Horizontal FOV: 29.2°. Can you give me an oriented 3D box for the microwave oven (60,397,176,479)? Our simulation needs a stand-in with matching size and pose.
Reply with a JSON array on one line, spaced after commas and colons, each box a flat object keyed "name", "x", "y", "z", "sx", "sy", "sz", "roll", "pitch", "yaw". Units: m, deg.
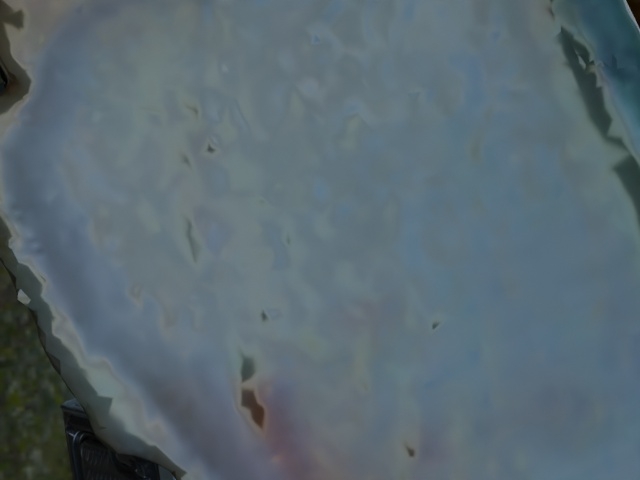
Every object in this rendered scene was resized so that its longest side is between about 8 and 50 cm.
[{"name": "microwave oven", "x": -0.107, "y": 0.219, "z": 0.956, "sx": 0.122, "sy": 0.162, "sz": 0.208, "roll": -16, "pitch": 103, "yaw": -44}]

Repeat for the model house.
[{"name": "model house", "x": 0.000, "y": 0.000, "z": 0.542, "sx": 0.312, "sy": 0.245, "sz": 0.280, "roll": 62, "pitch": -5, "yaw": -10}]

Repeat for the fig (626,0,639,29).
[{"name": "fig", "x": 0.138, "y": -0.203, "z": 0.698, "sx": 0.290, "sy": 0.191, "sz": 0.190, "roll": 57, "pitch": 3, "yaw": -1}]
